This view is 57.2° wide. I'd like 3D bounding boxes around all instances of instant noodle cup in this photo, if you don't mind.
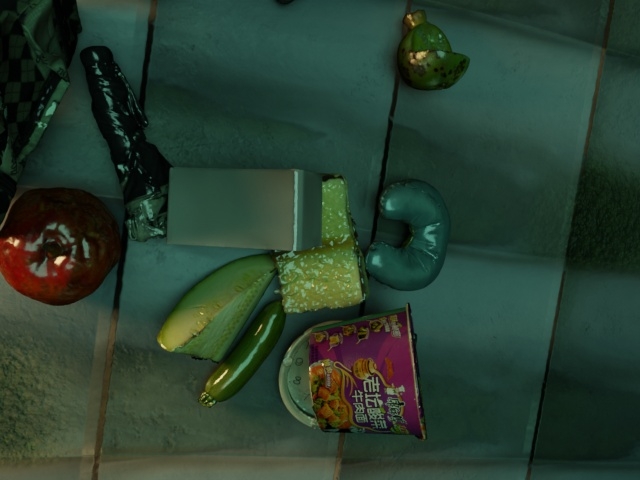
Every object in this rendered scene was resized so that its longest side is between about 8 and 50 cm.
[{"bbox_3d":[0.088,0.249,1.092,0.190,0.251,0.251,-8,99,9],"label":"instant noodle cup"}]

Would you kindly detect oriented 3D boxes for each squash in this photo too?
[{"bbox_3d":[-0.193,0.099,1.119,0.093,0.169,0.252,31,87,26],"label":"squash"},{"bbox_3d":[-0.147,0.231,1.170,0.069,0.069,0.258,38,86,-17],"label":"squash"}]

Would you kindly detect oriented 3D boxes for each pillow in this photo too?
[{"bbox_3d":[0.185,-0.011,1.207,0.214,0.086,0.233,17,85,-38],"label":"pillow"}]

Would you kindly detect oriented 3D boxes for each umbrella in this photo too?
[{"bbox_3d":[-0.335,-0.171,1.047,0.106,0.113,0.357,-14,101,8],"label":"umbrella"}]

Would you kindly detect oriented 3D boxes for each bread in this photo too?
[{"bbox_3d":[0.000,0.000,1.158,0.178,0.142,0.265,-5,103,23],"label":"bread"}]

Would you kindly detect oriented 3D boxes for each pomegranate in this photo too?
[{"bbox_3d":[0.210,-0.372,1.186,0.143,0.122,0.169,-22,65,-41],"label":"pomegranate"}]

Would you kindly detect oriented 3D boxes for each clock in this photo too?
[{"bbox_3d":[0.024,0.279,1.233,0.237,0.053,0.236,-1,96,-14],"label":"clock"}]

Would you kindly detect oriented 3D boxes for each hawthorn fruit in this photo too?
[{"bbox_3d":[-0.434,0.013,0.970,0.208,0.243,0.207,-1,94,-17],"label":"hawthorn fruit"}]

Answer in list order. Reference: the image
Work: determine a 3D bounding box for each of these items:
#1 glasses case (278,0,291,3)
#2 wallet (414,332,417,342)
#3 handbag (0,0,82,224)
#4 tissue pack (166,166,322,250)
[{"bbox_3d":[0.033,-0.579,1.129,0.323,0.074,0.131,-30,105,-11],"label":"glasses case"},{"bbox_3d":[0.168,0.301,1.261,0.031,0.110,0.197,11,95,27],"label":"wallet"},{"bbox_3d":[-0.470,-0.232,0.841,0.180,0.317,0.415,19,73,-21],"label":"handbag"},{"bbox_3d":[-0.130,-0.058,1.047,0.246,0.159,0.135,3,94,15],"label":"tissue pack"}]
